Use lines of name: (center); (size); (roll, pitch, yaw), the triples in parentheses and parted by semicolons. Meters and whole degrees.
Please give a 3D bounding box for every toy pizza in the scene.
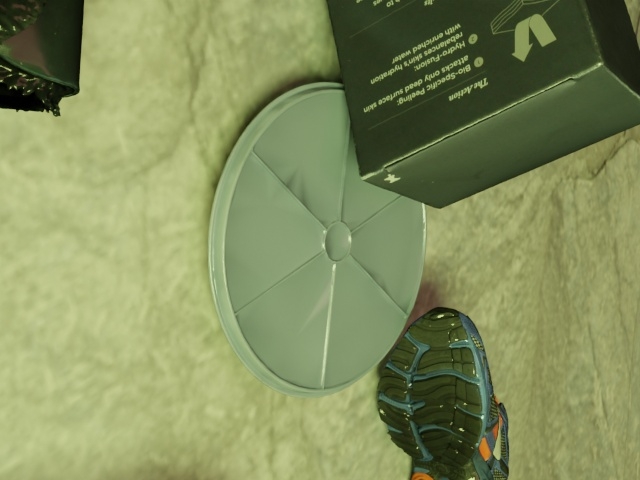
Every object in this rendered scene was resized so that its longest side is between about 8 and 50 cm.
toy pizza: (0.000, 0.000, 0.578); (0.201, 0.032, 0.201); (-7, 99, -47)

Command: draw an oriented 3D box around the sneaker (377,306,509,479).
sneaker: (0.100, 0.134, 0.675); (0.087, 0.083, 0.221); (-52, 143, -44)

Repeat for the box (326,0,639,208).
box: (0.097, -0.124, 0.546); (0.093, 0.156, 0.158); (17, 58, -49)

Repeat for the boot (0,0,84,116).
boot: (-0.169, -0.173, 0.321); (0.246, 0.094, 0.207); (24, 72, -53)
